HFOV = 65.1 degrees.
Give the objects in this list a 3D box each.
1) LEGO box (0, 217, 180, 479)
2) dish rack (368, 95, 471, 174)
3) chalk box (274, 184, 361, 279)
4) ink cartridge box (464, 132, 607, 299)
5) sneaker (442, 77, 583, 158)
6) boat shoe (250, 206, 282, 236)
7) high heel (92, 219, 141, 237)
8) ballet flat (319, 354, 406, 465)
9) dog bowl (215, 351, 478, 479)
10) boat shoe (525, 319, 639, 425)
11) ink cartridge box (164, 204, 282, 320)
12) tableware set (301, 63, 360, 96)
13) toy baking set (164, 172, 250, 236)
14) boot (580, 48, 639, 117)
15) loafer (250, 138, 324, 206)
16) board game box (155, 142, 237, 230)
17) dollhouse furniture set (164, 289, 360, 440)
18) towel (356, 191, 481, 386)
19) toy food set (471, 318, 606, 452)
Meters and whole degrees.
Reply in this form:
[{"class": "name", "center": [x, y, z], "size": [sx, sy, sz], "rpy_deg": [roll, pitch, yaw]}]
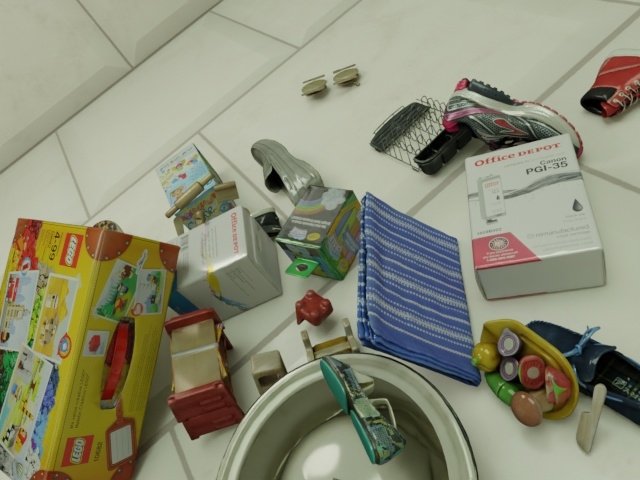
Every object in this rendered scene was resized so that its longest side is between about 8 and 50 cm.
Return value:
[{"class": "LEGO box", "center": [-0.538, 0.223, 1.083], "size": [0.372, 0.193, 0.501], "rpy_deg": [5, 82, 36]}, {"class": "dish rack", "center": [0.250, -0.279, 1.260], "size": [0.208, 0.074, 0.271], "rpy_deg": [-42, 43, -8]}, {"class": "chalk box", "center": [0.000, 0.000, 1.131], "size": [0.132, 0.132, 0.213], "rpy_deg": [12, 61, 37]}, {"class": "ink cartridge box", "center": [0.388, -0.047, 0.940], "size": [0.207, 0.117, 0.283], "rpy_deg": [-12, 48, 23]}, {"class": "sneaker", "center": [0.411, -0.239, 1.080], "size": [0.299, 0.121, 0.112], "rpy_deg": [29, 94, 23]}, {"class": "boat shoe", "center": [-0.211, -0.007, 1.283], "size": [0.232, 0.084, 0.079], "rpy_deg": [-23, 86, -4]}, {"class": "high heel", "center": [-0.668, 0.036, 1.531], "size": [0.261, 0.093, 0.186], "rpy_deg": [20, 59, 31]}, {"class": "ballet flat", "center": [0.062, 0.236, 0.731], "size": [0.070, 0.070, 0.188], "rpy_deg": [-35, 45, 0]}, {"class": "dog bowl", "center": [0.045, 0.387, 0.755], "size": [0.407, 0.150, 0.408], "rpy_deg": [-16, 47, 18]}, {"class": "boat shoe", "center": [0.419, 0.182, 0.744], "size": [0.258, 0.089, 0.109], "rpy_deg": [24, 68, 42]}, {"class": "ink cartridge box", "center": [-0.234, 0.067, 1.187], "size": [0.232, 0.168, 0.171], "rpy_deg": [-25, 46, 12]}, {"class": "tableware set", "center": [0.034, -0.502, 1.612], "size": [0.194, 0.039, 0.128], "rpy_deg": [-15, 35, 12]}, {"class": "toy baking set", "center": [-0.302, -0.047, 1.317], "size": [0.256, 0.197, 0.030], "rpy_deg": [-38, 17, -1]}, {"class": "boot", "center": [0.676, -0.313, 1.021], "size": [0.244, 0.088, 0.176], "rpy_deg": [18, 64, 49]}, {"class": "loafer", "center": [-0.115, -0.190, 1.380], "size": [0.111, 0.112, 0.319], "rpy_deg": [-37, 43, -14]}, {"class": "board game box", "center": [-0.357, -0.140, 1.462], "size": [0.144, 0.142, 0.275], "rpy_deg": [-36, 43, -1]}, {"class": "dollhouse furniture set", "center": [-0.117, 0.232, 1.020], "size": [0.373, 0.152, 0.201], "rpy_deg": [-15, 44, -4]}, {"class": "towel", "center": [0.174, 0.074, 0.892], "size": [0.040, 0.243, 0.336], "rpy_deg": [-48, 27, 41]}, {"class": "toy food set", "center": [0.304, 0.211, 0.752], "size": [0.071, 0.128, 0.218], "rpy_deg": [-13, 33, -29]}]
